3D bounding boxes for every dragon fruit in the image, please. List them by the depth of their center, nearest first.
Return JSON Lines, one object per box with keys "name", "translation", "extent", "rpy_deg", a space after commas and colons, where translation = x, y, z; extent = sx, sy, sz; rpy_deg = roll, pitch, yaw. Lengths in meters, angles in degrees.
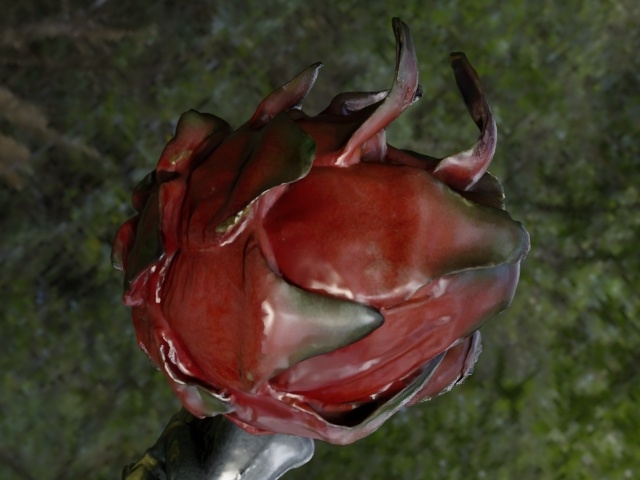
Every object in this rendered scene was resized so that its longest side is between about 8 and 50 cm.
{"name": "dragon fruit", "translation": [0.001, 0.007, 0.516], "extent": [0.142, 0.121, 0.130], "rpy_deg": [-21, 172, 5]}

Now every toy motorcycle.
{"name": "toy motorcycle", "translation": [-0.042, 0.095, 0.694], "extent": [0.124, 0.061, 0.193], "rpy_deg": [-35, -161, 52]}
